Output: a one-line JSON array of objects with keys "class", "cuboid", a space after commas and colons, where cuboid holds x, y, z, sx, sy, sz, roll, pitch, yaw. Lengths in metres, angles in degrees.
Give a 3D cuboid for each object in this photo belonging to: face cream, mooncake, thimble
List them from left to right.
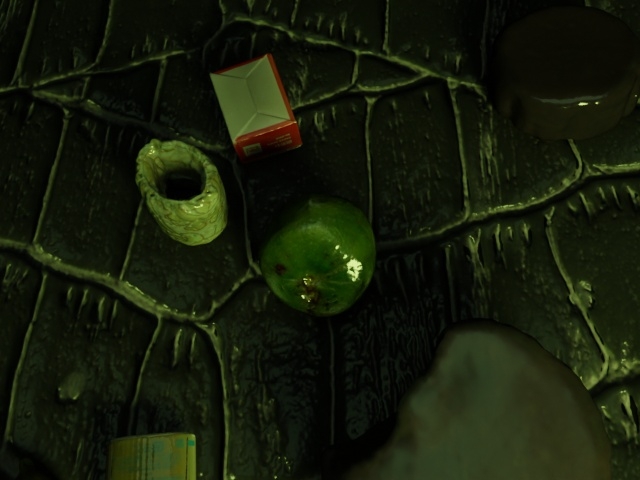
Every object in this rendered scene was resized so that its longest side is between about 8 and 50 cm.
[{"class": "face cream", "cuboid": [-0.253, 0.436, 0.945, 0.139, 0.067, 0.285, -6, 64, 1]}, {"class": "thimble", "cuboid": [-0.252, -0.092, 1.152, 0.137, 0.143, 0.190, -38, 68, -13]}, {"class": "mooncake", "cuboid": [0.210, 0.329, 0.890, 0.381, 0.212, 0.351, -32, 66, -7]}, {"class": "mooncake", "cuboid": [0.461, -0.313, 1.222, 0.283, 0.141, 0.283, -5, 57, 7]}]

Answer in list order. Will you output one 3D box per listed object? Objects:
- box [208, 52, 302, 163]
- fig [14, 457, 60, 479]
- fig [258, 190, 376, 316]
[{"class": "box", "cuboid": [-0.125, -0.256, 1.250, 0.133, 0.099, 0.182, -20, 67, -3]}, {"class": "fig", "cuboid": [-0.423, 0.394, 0.959, 0.109, 0.103, 0.155, 4, 45, -36]}, {"class": "fig", "cuboid": [0.000, 0.000, 1.110, 0.203, 0.203, 0.235, 3, 25, 4]}]
